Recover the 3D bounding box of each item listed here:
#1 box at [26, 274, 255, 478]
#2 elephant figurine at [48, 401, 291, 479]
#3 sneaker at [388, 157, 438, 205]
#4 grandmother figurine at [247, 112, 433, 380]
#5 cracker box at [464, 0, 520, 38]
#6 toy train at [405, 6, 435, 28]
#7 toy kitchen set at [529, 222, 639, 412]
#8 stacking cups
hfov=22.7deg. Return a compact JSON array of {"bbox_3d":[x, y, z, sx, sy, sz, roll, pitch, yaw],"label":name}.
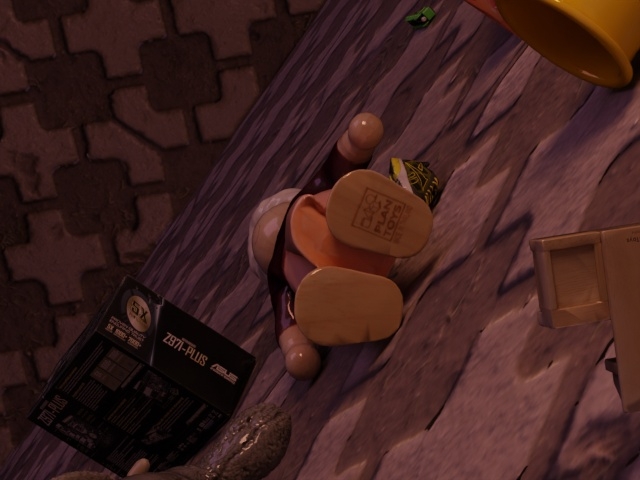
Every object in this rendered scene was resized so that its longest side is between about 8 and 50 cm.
[{"bbox_3d":[-0.171,0.140,1.503,0.180,0.147,0.077,-48,12,45],"label":"box"},{"bbox_3d":[-0.128,0.185,0.858,0.239,0.169,0.186,-38,41,11],"label":"elephant figurine"},{"bbox_3d":[0.074,-0.039,1.201,0.083,0.035,0.031,-106,12,-52],"label":"sneaker"},{"bbox_3d":[0.000,0.000,1.231,0.208,0.104,0.342,-63,10,-5],"label":"grandmother figurine"},{"bbox_3d":[0.196,-0.287,1.318,0.156,0.067,0.232,-51,11,33],"label":"cracker box"},{"bbox_3d":[0.114,-0.253,1.808,0.024,0.017,0.083,-46,9,0],"label":"toy train"},{"bbox_3d":[0.120,0.026,0.622,0.075,0.083,0.068,-173,75,-80],"label":"toy kitchen set"},{"bbox_3d":[0.229,-0.239,0.941,0.316,0.096,0.096,-54,8,-9],"label":"stacking cups"}]
